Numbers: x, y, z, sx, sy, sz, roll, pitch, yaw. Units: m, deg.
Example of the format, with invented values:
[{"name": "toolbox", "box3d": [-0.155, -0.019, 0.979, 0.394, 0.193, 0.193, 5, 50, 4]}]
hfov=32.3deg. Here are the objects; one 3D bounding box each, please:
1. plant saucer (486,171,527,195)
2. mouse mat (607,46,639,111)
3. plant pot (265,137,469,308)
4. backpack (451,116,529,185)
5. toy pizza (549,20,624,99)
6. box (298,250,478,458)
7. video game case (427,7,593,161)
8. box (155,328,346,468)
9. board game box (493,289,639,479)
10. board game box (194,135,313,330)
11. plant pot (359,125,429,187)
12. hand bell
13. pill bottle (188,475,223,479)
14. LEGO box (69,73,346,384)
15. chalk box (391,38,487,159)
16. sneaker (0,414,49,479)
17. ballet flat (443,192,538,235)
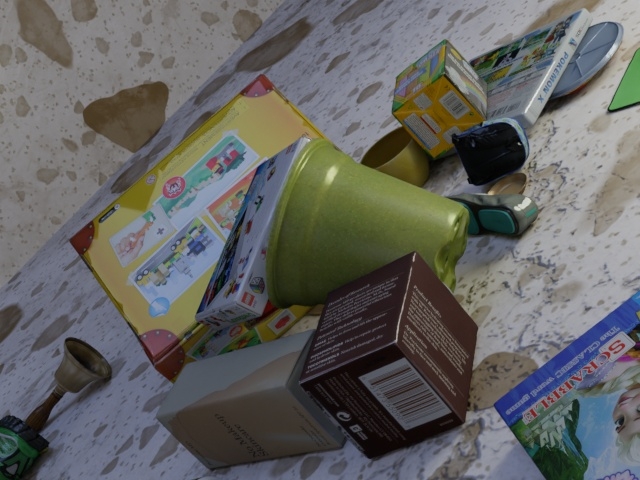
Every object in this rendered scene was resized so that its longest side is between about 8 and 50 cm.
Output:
[{"name": "plant saucer", "box3d": [0.316, -0.081, 1.863, 0.083, 0.015, 0.083, -34, 22, 16]}, {"name": "mouse mat", "box3d": [0.572, -0.292, 1.864, 0.152, 0.007, 0.189, -15, 34, 47]}, {"name": "plant pot", "box3d": [0.084, 0.004, 1.702, 0.254, 0.276, 0.276, 15, 48, 17]}, {"name": "backpack", "box3d": [0.303, -0.160, 1.920, 0.114, 0.105, 0.084, -20, 7, 26]}, {"name": "toy pizza", "box3d": [0.478, -0.326, 2.042, 0.201, 0.032, 0.201, -39, 21, 18]}, {"name": "box", "box3d": [0.100, 0.160, 1.543, 0.167, 0.168, 0.203, -28, 24, 30]}, {"name": "video game case", "box3d": [0.345, -0.292, 2.141, 0.329, 0.036, 0.300, -18, 34, 55]}, {"name": "box", "box3d": [-0.095, 0.252, 1.720, 0.311, 0.148, 0.121, -21, 29, 43]}, {"name": "board game box", "box3d": [0.377, 0.174, 1.204, 0.319, 0.066, 0.318, -39, 22, 3]}, {"name": "board game box", "box3d": [-0.099, -0.009, 1.809, 0.193, 0.053, 0.305, -24, 42, 63]}, {"name": "plant pot", "box3d": [0.156, -0.144, 2.135, 0.134, 0.095, 0.134, -34, 22, 16]}, {"name": "hand bell", "box3d": [-0.582, 0.342, 2.427, 0.242, 0.126, 0.126, -49, 20, 10]}, {"name": "pill bottle", "box3d": [-0.215, 0.416, 1.653, 0.184, 0.103, 0.103, -22, 28, 39]}, {"name": "LEGO box", "box3d": [-0.161, -0.011, 2.060, 0.500, 0.193, 0.372, -41, 53, -2]}, {"name": "chalk box", "box3d": [0.228, -0.280, 2.104, 0.132, 0.132, 0.213, -36, 20, 26]}, {"name": "sneaker", "box3d": [-0.726, 0.453, 2.370, 0.343, 0.134, 0.146, -10, 37, 51]}, {"name": "ballet flat", "box3d": [0.273, -0.047, 1.810, 0.068, 0.072, 0.213, -33, 22, -25]}]
